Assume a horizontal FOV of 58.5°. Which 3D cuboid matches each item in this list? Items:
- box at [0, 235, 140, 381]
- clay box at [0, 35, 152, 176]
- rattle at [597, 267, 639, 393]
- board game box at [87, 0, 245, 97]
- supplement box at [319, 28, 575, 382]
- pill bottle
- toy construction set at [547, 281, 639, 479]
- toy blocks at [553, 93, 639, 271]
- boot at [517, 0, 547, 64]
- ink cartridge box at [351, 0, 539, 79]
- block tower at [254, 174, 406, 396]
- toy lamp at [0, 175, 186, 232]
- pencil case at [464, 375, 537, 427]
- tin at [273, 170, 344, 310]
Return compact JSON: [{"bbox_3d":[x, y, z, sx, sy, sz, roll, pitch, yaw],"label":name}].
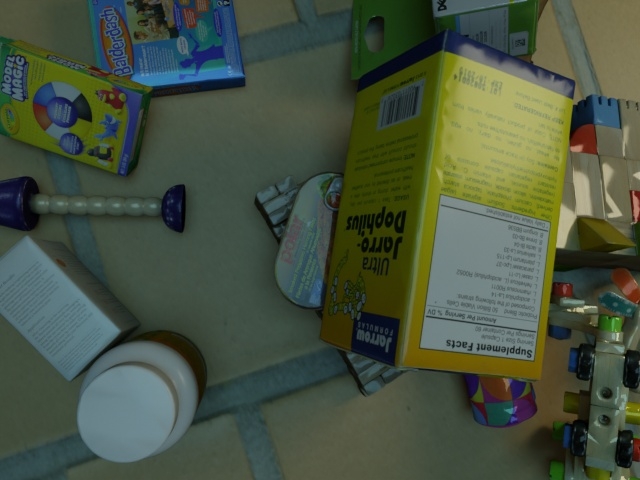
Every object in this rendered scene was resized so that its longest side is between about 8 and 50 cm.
[{"bbox_3d":[-0.344,0.088,0.766,0.091,0.130,0.170,-45,91,-7],"label":"box"},{"bbox_3d":[-0.359,-0.187,0.796,0.221,0.053,0.128,18,116,-6],"label":"clay box"},{"bbox_3d":[0.507,0.146,0.841,0.130,0.143,0.200,-20,111,-6],"label":"rattle"},{"bbox_3d":[-0.227,-0.300,0.850,0.210,0.047,0.160,-8,88,-8],"label":"board game box"},{"bbox_3d":[0.147,-0.029,0.697,0.194,0.195,0.357,11,84,-24],"label":"supplement box"},{"bbox_3d":[-0.218,0.189,0.716,0.136,0.245,0.137,1,86,-7],"label":"pill bottle"},{"bbox_3d":[0.389,0.220,0.817,0.151,0.215,0.328,-11,85,24],"label":"toy construction set"},{"bbox_3d":[0.426,-0.095,0.865,0.380,0.190,0.261,5,76,-17],"label":"toy blocks"},{"bbox_3d":[0.288,-0.303,0.885,0.115,0.112,0.305,42,76,-17],"label":"boot"},{"bbox_3d":[0.160,-0.339,0.803,0.255,0.097,0.189,-5,60,14],"label":"ink cartridge box"},{"bbox_3d":[0.024,0.063,0.833,0.090,0.097,0.336,-30,91,-8],"label":"block tower"},{"bbox_3d":[-0.332,-0.048,0.806,0.274,0.080,0.080,3,85,-8],"label":"toy lamp"},{"bbox_3d":[0.250,0.153,0.855,0.104,0.104,0.237,-12,86,-8],"label":"pencil case"},{"bbox_3d":[0.000,0.000,0.772,0.106,0.040,0.190,19,82,-9],"label":"tin"}]
